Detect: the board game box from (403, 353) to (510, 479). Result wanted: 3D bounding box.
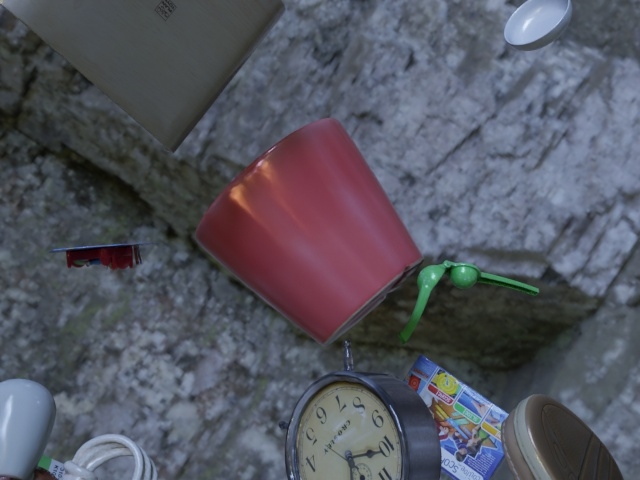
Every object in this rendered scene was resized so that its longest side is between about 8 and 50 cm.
[{"bbox_3d":[0.208,0.294,1.394,0.136,0.201,0.035,-57,-26,1],"label":"board game box"}]

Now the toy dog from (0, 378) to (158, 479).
[{"bbox_3d":[-0.291,0.321,0.838,0.161,0.220,0.333,75,-143,-66],"label":"toy dog"}]

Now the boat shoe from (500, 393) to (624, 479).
[{"bbox_3d":[0.254,0.302,0.857,0.110,0.341,0.121,-22,19,35],"label":"boat shoe"}]

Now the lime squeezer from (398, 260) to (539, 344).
[{"bbox_3d":[0.234,0.079,1.459,0.310,0.110,0.059,-14,-43,-33],"label":"lime squeezer"}]

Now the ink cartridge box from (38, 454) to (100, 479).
[{"bbox_3d":[-0.375,0.441,1.236,0.117,0.278,0.201,-30,37,39],"label":"ink cartridge box"}]

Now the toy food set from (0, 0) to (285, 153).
[{"bbox_3d":[-0.192,-0.261,0.945,0.219,0.092,0.306,-52,-43,-5],"label":"toy food set"}]

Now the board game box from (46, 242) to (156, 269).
[{"bbox_3d":[-0.298,0.025,1.179,0.169,0.133,0.033,172,93,-67],"label":"board game box"}]

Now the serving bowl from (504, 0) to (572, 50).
[{"bbox_3d":[0.254,-0.248,1.000,0.083,0.027,0.083,-30,38,26],"label":"serving bowl"}]

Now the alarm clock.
[{"bbox_3d":[0.044,0.183,0.679,0.064,0.192,0.129,13,-57,-42],"label":"alarm clock"}]

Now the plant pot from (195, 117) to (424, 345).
[{"bbox_3d":[0.000,0.000,1.258,0.275,0.243,0.275,-40,-10,-8],"label":"plant pot"}]
